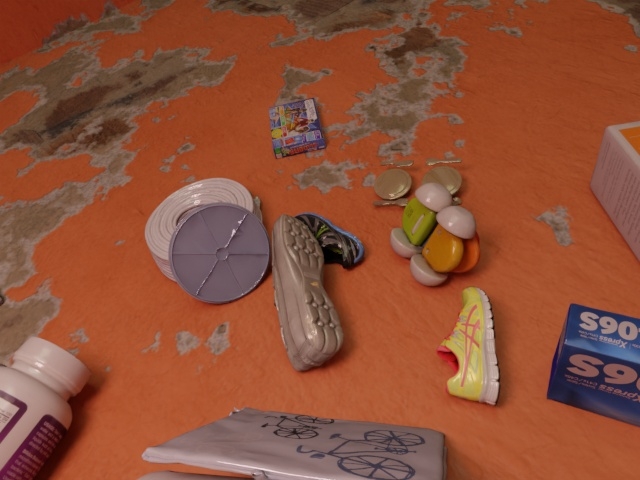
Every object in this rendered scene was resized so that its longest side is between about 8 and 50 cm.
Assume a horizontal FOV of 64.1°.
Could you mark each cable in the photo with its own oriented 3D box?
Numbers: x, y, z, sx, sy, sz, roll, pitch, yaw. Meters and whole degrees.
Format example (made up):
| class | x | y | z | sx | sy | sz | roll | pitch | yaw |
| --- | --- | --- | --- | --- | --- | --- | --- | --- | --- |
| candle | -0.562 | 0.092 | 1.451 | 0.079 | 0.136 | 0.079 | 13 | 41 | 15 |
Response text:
| class | x | y | z | sx | sy | sz | roll | pitch | yaw |
| --- | --- | --- | --- | --- | --- | --- | --- | --- | --- |
| cable | -0.254 | -0.027 | 1.123 | 0.257 | 0.089 | 0.257 | -14 | 46 | -1 |

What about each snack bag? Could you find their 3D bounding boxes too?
| class | x | y | z | sx | sy | sz | roll | pitch | yaw |
| --- | --- | --- | --- | --- | --- | --- | --- | --- | --- |
| snack bag | -0.010 | 0.272 | 0.662 | 0.342 | 0.323 | 0.037 | 2 | 82 | 14 |

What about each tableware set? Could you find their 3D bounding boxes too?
| class | x | y | z | sx | sy | sz | roll | pitch | yaw |
| --- | --- | --- | --- | --- | --- | --- | --- | --- | --- |
| tableware set | 0.217 | -0.121 | 1.140 | 0.194 | 0.039 | 0.128 | 1 | 59 | 22 |

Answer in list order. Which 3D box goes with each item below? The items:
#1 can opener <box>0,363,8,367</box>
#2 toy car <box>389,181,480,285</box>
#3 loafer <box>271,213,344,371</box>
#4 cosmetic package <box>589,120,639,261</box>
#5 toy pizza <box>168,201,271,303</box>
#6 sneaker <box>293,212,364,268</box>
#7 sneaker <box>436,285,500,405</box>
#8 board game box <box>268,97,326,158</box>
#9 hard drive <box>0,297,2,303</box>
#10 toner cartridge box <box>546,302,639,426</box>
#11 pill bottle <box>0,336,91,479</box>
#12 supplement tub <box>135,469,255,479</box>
| class | x | y | z | sx | sy | sz | roll | pitch | yaw |
| --- | --- | --- | --- | --- | --- | --- | --- | --- | --- |
| can opener | -0.651 | 0.345 | 0.895 | 0.093 | 0.074 | 0.280 | 38 | 61 | -1 |
| toy car | 0.233 | -0.011 | 0.976 | 0.136 | 0.159 | 0.182 | 4 | 36 | -32 |
| loafer | -0.048 | 0.086 | 0.949 | 0.111 | 0.112 | 0.320 | -43 | 41 | 30 |
| cosmetic package | 0.672 | -0.022 | 0.854 | 0.230 | 0.162 | 0.453 | -10 | 47 | 4 |
| toy pizza | -0.197 | 0.024 | 1.010 | 0.201 | 0.201 | 0.032 | -30 | 16 | -15 |
| sneaker | 0.000 | 0.000 | 1.054 | 0.188 | 0.067 | 0.078 | 28 | 52 | 29 |
| sneaker | 0.237 | 0.163 | 0.838 | 0.094 | 0.081 | 0.209 | -3 | 47 | 14 |
| board game box | -0.066 | -0.307 | 1.380 | 0.136 | 0.035 | 0.201 | -12 | 46 | 2 |
| hard drive | -0.908 | 0.120 | 1.169 | 0.353 | 0.047 | 0.233 | 30 | 60 | 34 |
| toner cartridge box | 0.502 | 0.201 | 0.682 | 0.347 | 0.165 | 0.075 | 13 | 53 | 24 |
| pill bottle | -0.513 | 0.312 | 0.812 | 0.169 | 0.169 | 0.302 | 11 | 50 | 22 |
| supplement tub | -0.072 | 0.401 | 0.576 | 0.331 | 0.241 | 0.241 | -1 | 47 | 13 |
